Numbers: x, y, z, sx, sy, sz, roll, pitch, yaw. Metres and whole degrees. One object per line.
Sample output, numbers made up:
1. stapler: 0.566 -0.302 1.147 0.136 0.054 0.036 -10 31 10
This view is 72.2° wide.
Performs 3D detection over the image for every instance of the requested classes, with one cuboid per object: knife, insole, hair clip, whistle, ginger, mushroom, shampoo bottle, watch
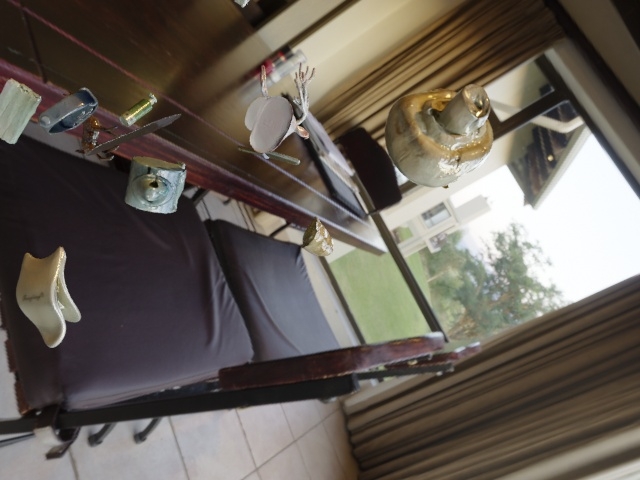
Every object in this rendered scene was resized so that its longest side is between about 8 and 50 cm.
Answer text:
1. knife: -0.206 -0.329 1.684 0.343 0.027 0.061 20 -8 33
2. insole: -0.551 -0.323 1.319 0.328 0.111 0.007 -40 104 -39
3. hair clip: -0.830 0.175 1.335 0.113 0.173 0.281 -46 126 -62
4. whistle: -0.600 -0.223 1.711 0.188 0.168 0.405 20 16 11
5. ginger: -0.001 -0.001 1.491 0.123 0.115 0.193 35 -5 -3
6. mushroom: 0.278 -0.253 0.984 0.254 0.234 0.260 18 57 -9
7. shampoo bottle: -0.858 -0.621 2.078 0.065 0.065 0.204 53 55 -25
8. watch: -0.864 -0.446 1.519 0.068 0.206 0.193 54 3 -16

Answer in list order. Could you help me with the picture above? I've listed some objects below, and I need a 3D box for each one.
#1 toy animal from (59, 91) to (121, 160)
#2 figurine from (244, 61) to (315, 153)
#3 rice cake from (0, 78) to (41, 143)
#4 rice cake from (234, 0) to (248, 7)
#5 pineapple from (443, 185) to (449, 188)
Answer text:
1. toy animal: -0.969 -0.471 1.830 0.260 0.243 0.087 19 10 0
2. figurine: -0.127 -0.451 1.479 0.315 0.207 0.284 -68 157 -71
3. rice cake: -1.073 -0.449 1.527 0.124 0.211 0.038 32 13 -12
4. rice cake: -0.171 -0.745 1.144 0.052 0.256 0.057 10 47 -26
5. pineapple: 0.486 -0.323 1.873 0.186 0.114 0.236 33 9 -47
